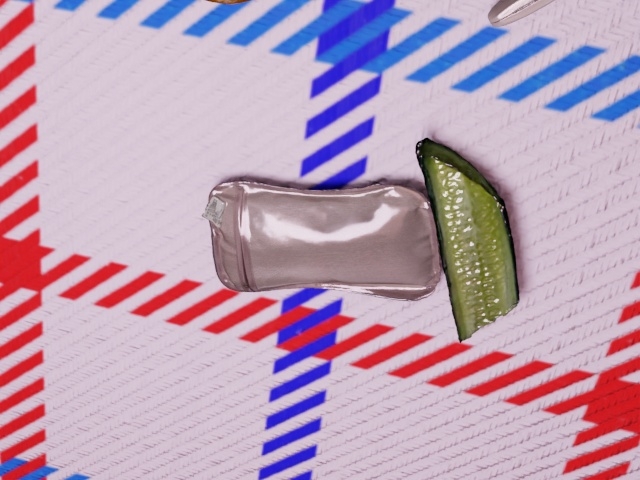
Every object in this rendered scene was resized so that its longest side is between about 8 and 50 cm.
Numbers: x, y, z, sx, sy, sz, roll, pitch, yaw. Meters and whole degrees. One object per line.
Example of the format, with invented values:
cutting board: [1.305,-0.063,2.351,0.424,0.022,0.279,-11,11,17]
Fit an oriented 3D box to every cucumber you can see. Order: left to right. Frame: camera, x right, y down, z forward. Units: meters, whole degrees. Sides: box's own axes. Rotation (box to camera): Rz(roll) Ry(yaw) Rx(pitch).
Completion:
cucumber: [0.144,-0.006,0.922,0.070,0.046,0.220,-8,120,15]

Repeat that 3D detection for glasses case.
glasses case: [0.175,-0.200,0.802,0.083,0.032,0.021,-27,114,26]

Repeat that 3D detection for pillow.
pillow: [0.000,0.000,0.962,0.232,0.038,0.131,0,117,13]

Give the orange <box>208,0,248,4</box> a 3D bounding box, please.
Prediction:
orange: [-0.064,-0.287,0.702,0.183,0.249,0.249,8,124,-11]
